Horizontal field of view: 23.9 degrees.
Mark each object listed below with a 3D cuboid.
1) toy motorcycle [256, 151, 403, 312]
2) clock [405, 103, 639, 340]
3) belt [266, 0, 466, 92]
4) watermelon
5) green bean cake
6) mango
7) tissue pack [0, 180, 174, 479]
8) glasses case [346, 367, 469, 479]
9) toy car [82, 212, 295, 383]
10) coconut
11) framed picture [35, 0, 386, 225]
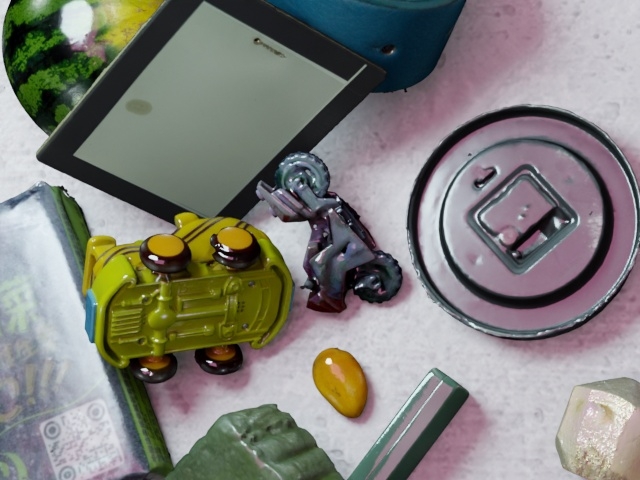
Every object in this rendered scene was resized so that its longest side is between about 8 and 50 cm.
[{"bbox_3d":[0.000,0.000,1.803,0.122,0.082,0.213,-34,102,9],"label":"toy motorcycle"},{"bbox_3d":[0.238,-0.019,1.775,0.281,0.055,0.280,-3,78,15],"label":"clock"},{"bbox_3d":[-0.025,-0.362,1.783,0.436,0.173,0.300,36,46,14],"label":"belt"},{"bbox_3d":[-0.261,-0.235,1.841,0.269,0.269,0.269,-3,78,14],"label":"watermelon"},{"bbox_3d":[-0.069,0.327,1.715,0.222,0.125,0.227,-49,66,27],"label":"green bean cake"},{"bbox_3d":[0.025,0.169,1.798,0.060,0.046,0.089,-24,86,11],"label":"mango"},{"bbox_3d":[-0.377,0.163,1.863,0.288,0.124,0.394,-25,73,6],"label":"tissue pack"},{"bbox_3d":[0.097,0.233,1.745,0.039,0.078,0.184,37,89,22],"label":"glasses case"},{"bbox_3d":[-0.163,0.052,1.789,0.248,0.200,0.142,-4,41,-24],"label":"toy car"},{"bbox_3d":[0.325,0.210,1.674,0.116,0.116,0.122,20,85,18],"label":"coconut"},{"bbox_3d":[-0.129,-0.143,1.740,0.347,0.265,0.016,-43,34,35],"label":"framed picture"}]
